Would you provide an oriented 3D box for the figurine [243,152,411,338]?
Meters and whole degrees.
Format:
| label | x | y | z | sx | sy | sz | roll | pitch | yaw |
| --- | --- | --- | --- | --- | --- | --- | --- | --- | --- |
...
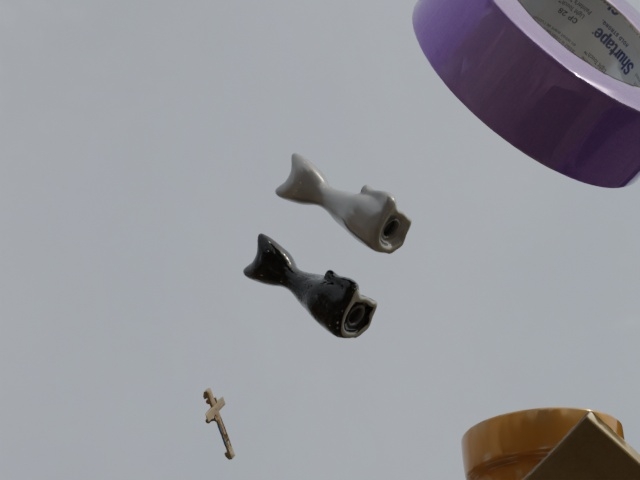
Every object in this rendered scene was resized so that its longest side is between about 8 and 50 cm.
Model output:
| label | x | y | z | sx | sy | sz | roll | pitch | yaw |
| --- | --- | --- | --- | --- | --- | --- | --- | --- | --- |
| figurine | 0.000 | 0.000 | 1.763 | 0.092 | 0.209 | 0.215 | 6 | -72 | -57 |

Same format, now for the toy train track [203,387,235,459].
| label | x | y | z | sx | sy | sz | roll | pitch | yaw |
| --- | --- | --- | --- | --- | --- | --- | --- | --- | --- |
| toy train track | -0.115 | 0.203 | 1.367 | 0.014 | 0.048 | 0.083 | -15 | -79 | 23 |

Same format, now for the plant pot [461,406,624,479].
| label | x | y | z | sx | sy | sz | roll | pitch | yaw |
| --- | --- | --- | --- | --- | --- | --- | --- | --- | --- |
| plant pot | 0.285 | 0.330 | 1.535 | 0.205 | 0.188 | 0.205 | -2 | -28 | -1 |

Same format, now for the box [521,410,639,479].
| label | x | y | z | sx | sy | sz | roll | pitch | yaw |
| --- | --- | --- | --- | --- | --- | --- | --- | --- | --- |
| box | 0.286 | 0.286 | 1.197 | 0.164 | 0.201 | 0.021 | -54 | -13 | 29 |

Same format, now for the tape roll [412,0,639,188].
| label | x | y | z | sx | sy | sz | roll | pitch | yaw |
| --- | --- | --- | --- | --- | --- | --- | --- | --- | --- |
| tape roll | 0.224 | -0.177 | 1.173 | 0.275 | 0.275 | 0.090 | 17 | -51 | -29 |
